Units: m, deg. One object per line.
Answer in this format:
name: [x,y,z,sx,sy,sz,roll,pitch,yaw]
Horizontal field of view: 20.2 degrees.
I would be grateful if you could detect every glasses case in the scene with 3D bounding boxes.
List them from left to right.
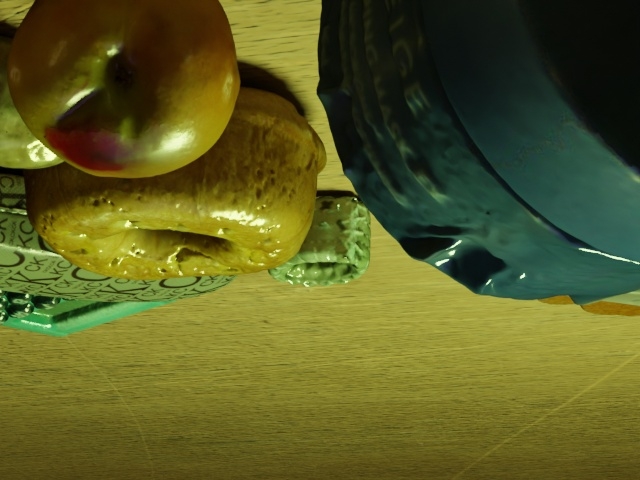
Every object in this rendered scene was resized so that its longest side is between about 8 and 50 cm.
glasses case: [-0.233,-0.002,1.517,0.354,0.085,0.137,9,164,-30]

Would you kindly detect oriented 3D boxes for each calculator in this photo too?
calculator: [-0.288,0.036,1.710,0.274,0.058,0.248,14,159,-38]

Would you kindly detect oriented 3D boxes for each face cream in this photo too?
face cream: [0.143,-0.099,0.850,0.249,0.249,0.225,6,165,-21]

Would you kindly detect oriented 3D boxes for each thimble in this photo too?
thimble: [0.000,0.000,1.564,0.084,0.062,0.110,9,162,-25]

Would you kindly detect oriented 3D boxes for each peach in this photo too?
peach: [-0.117,-0.100,1.087,0.138,0.138,0.138,0,165,0]

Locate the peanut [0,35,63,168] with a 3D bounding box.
peanut: [-0.245,-0.096,1.183,0.192,0.089,0.089,5,164,-16]

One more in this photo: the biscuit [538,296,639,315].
biscuit: [0.345,0.033,1.713,0.333,0.047,0.202,4,163,-19]

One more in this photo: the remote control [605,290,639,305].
remote control: [0.248,-0.013,1.434,0.332,0.104,0.221,9,153,-24]

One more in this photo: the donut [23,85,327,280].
donut: [-0.107,-0.044,1.313,0.226,0.114,0.226,2,164,0]
